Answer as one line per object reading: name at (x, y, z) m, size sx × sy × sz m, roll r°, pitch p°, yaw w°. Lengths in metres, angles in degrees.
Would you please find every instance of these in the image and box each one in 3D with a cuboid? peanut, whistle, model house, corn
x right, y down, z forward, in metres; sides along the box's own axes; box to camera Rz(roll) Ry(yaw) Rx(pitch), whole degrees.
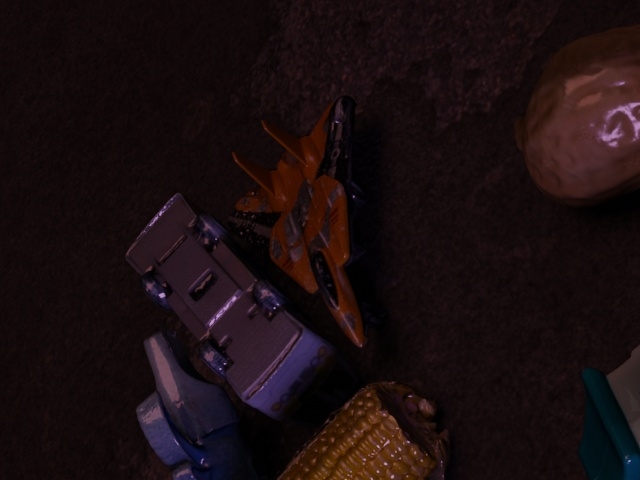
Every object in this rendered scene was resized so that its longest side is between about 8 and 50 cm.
peanut at (0.285, -0.125, 1.503) m, size 0.291 × 0.159 × 0.143 m, roll -24°, pitch 76°, yaw 36°
whistle at (-0.112, 0.214, 1.714) m, size 0.093 × 0.180 × 0.269 m, roll -30°, pitch 76°, yaw 13°
model house at (0.273, 0.151, 1.360) m, size 0.149 × 0.127 × 0.100 m, roll -40°, pitch 42°, yaw 17°
corn at (0.001, 0.265, 1.603) m, size 0.305 × 0.122 × 0.123 m, roll -50°, pitch 23°, yaw 8°

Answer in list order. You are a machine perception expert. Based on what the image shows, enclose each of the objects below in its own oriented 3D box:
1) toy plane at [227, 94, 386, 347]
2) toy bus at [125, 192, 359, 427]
toy plane at (0.009, 0.004, 1.775) m, size 0.204 × 0.103 × 0.316 m, roll -46°, pitch 47°, yaw 20°
toy bus at (-0.083, 0.075, 1.789) m, size 0.109 × 0.136 × 0.329 m, roll -48°, pitch 39°, yaw 2°
